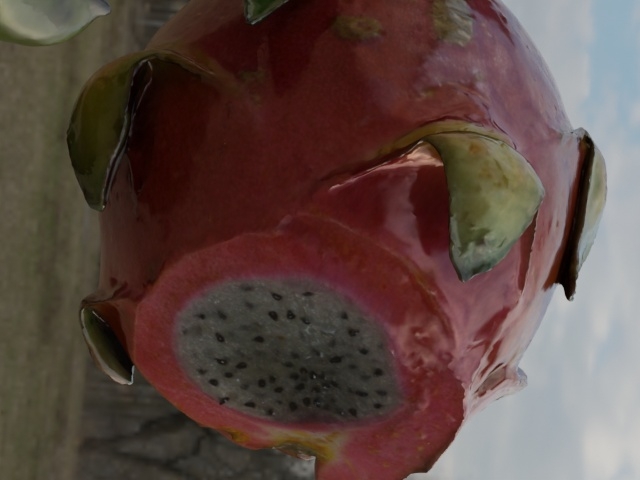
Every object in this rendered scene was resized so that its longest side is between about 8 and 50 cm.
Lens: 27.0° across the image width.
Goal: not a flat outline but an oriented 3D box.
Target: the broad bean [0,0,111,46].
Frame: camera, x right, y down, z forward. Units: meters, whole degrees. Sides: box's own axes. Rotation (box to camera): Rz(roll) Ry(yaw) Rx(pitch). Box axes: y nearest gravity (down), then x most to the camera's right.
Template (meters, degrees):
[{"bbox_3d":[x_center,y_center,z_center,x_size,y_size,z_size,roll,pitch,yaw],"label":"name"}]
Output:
[{"bbox_3d":[-0.126,-0.174,0.257,0.339,0.077,0.061,61,4,-34],"label":"broad bean"}]

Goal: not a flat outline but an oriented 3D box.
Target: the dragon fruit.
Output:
[{"bbox_3d":[0.000,0.000,0.703,0.189,0.290,0.291,-73,171,-57],"label":"dragon fruit"}]
